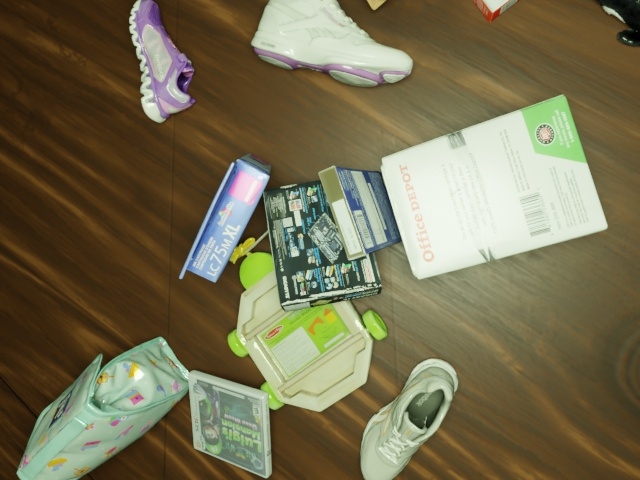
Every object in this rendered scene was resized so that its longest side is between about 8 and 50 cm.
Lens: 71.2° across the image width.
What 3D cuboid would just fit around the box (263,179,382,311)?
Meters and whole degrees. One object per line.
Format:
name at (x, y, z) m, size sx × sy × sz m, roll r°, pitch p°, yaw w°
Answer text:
box at (0.000, 0.000, 0.790) m, size 0.175 × 0.051 × 0.221 m, roll -11°, pitch 70°, yaw -1°

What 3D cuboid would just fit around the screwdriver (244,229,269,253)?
screwdriver at (-0.084, -0.036, 0.844) m, size 0.170 × 0.024 × 0.025 m, roll -40°, pitch 93°, yaw -17°

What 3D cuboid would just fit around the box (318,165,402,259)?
box at (0.080, -0.050, 0.740) m, size 0.036 × 0.225 × 0.137 m, roll -21°, pitch 86°, yaw 28°

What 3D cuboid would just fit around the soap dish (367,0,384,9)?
soap dish at (0.133, -0.570, 0.712) m, size 0.290 × 0.229 × 0.118 m, roll -38°, pitch 44°, yaw 13°

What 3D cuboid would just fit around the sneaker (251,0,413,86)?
sneaker at (0.024, -0.369, 0.796) m, size 0.304 × 0.114 × 0.152 m, roll 20°, pitch 97°, yaw 13°

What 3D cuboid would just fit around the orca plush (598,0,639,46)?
orca plush at (0.503, -0.410, 0.677) m, size 0.151 × 0.102 × 0.287 m, roll -39°, pitch 82°, yaw 12°

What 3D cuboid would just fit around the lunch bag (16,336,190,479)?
lunch bag at (-0.409, 0.323, 0.852) m, size 0.223 × 0.262 × 0.160 m, roll -42°, pitch 82°, yaw 13°

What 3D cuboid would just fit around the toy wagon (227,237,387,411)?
toy wagon at (-0.050, 0.145, 0.855) m, size 0.267 × 0.068 × 0.345 m, roll -37°, pitch 82°, yaw 12°

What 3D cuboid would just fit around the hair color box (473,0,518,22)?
hair color box at (0.281, -0.457, 0.764) m, size 0.072 × 0.043 × 0.141 m, roll -34°, pitch 84°, yaw 14°

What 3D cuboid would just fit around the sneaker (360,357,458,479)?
sneaker at (0.143, 0.328, 0.782) m, size 0.099 × 0.121 × 0.263 m, roll 31°, pitch 99°, yaw 12°

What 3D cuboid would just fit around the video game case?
video game case at (-0.181, 0.358, 0.879) m, size 0.190 × 0.022 × 0.173 m, roll 6°, pitch 104°, yaw 28°

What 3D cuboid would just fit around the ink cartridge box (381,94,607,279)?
ink cartridge box at (0.268, -0.077, 0.737) m, size 0.288 × 0.121 × 0.211 m, roll -16°, pitch 88°, yaw 14°

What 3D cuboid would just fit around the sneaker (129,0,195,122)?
sneaker at (-0.309, -0.363, 0.900) m, size 0.104 × 0.095 × 0.237 m, roll -8°, pitch 94°, yaw 8°

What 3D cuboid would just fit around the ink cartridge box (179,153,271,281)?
ink cartridge box at (-0.148, -0.048, 0.752) m, size 0.065 × 0.311 × 0.186 m, roll 27°, pitch 99°, yaw -8°
